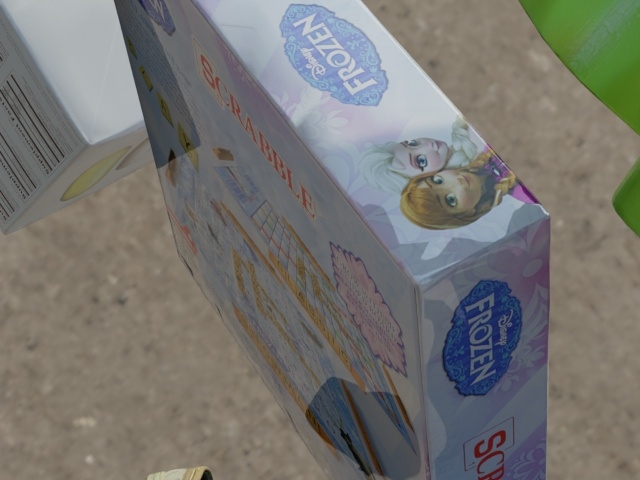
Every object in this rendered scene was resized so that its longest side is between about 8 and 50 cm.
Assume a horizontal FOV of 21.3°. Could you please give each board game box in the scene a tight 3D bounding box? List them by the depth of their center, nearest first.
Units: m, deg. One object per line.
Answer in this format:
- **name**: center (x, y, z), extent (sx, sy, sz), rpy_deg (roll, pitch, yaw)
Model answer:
- **board game box**: center (0.000, 0.000, 0.842), extent (0.066, 0.318, 0.319), rpy_deg (-27, 54, -14)

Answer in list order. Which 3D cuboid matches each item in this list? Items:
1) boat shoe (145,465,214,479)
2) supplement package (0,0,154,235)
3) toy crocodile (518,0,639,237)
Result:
- **boat shoe**: center (-0.077, 0.177, 1.033), extent (0.135, 0.045, 0.050), rpy_deg (-114, -176, -60)
- **supplement package**: center (-0.143, -0.130, 1.127), extent (0.194, 0.203, 0.149), rpy_deg (-30, 89, -29)
- **toy crocodile**: center (0.211, -0.033, 0.662), extent (0.340, 0.115, 0.105), rpy_deg (19, 22, -31)
